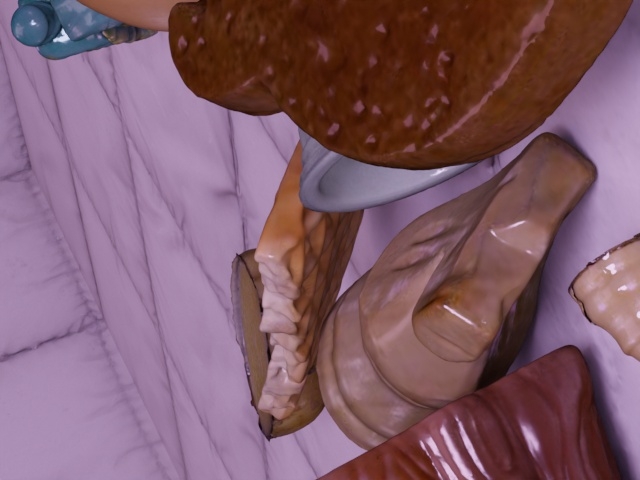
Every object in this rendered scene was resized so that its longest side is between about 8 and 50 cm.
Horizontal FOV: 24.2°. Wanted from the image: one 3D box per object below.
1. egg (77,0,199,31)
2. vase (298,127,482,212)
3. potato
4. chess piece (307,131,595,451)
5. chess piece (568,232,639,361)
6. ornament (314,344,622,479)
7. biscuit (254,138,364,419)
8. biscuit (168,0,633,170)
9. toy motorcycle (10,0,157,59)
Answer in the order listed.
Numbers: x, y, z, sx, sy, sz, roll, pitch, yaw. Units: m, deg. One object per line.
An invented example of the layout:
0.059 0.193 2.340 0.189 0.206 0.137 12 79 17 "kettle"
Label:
-0.140 -0.273 1.131 0.244 0.201 0.201 60 169 -20 "egg"
0.002 -0.179 0.886 0.143 0.143 0.299 111 141 -67 "vase"
-0.031 0.097 1.452 0.164 0.081 0.200 -116 17 -51 "potato"
0.082 0.037 0.910 0.137 0.137 0.301 65 161 16 "chess piece"
0.186 0.080 0.723 0.172 0.060 0.060 62 163 20 "chess piece"
0.120 0.209 0.875 0.235 0.221 0.217 6 -130 -61 "ornament"
0.000 0.000 1.074 0.309 0.040 0.204 94 -166 -65 "biscuit"
0.015 -0.188 0.738 0.367 0.063 0.314 55 133 32 "biscuit"
-0.194 -0.221 1.387 0.109 0.198 0.296 67 167 -7 "toy motorcycle"
